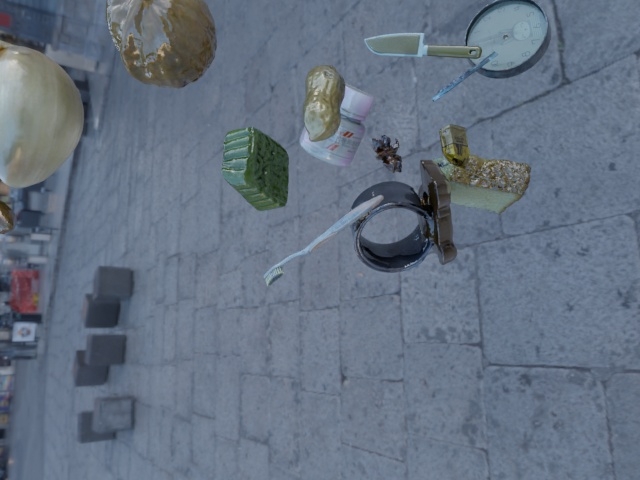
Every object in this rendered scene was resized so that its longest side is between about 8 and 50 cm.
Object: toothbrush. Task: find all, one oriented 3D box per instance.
[{"bbox_3d":[0.000,0.000,1.238,0.375,0.028,0.037,-37,55,23],"label":"toothbrush"}]

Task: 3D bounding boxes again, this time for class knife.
[{"bbox_3d":[0.260,-0.513,1.372,0.343,0.027,0.061,16,108,34],"label":"knife"}]

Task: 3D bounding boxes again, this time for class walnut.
[{"bbox_3d":[-0.285,-0.379,0.941,0.213,0.213,0.213,-12,76,57],"label":"walnut"}]

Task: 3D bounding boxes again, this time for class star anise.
[{"bbox_3d":[0.238,-0.306,1.853,0.057,0.168,0.167,-25,65,46],"label":"star anise"}]

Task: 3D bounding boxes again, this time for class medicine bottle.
[{"bbox_3d":[0.070,-0.484,2.138,0.241,0.241,0.301,48,121,49],"label":"medicine bottle"}]

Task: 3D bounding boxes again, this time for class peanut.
[{"bbox_3d":[0.005,-0.296,1.097,0.099,0.100,0.214,-36,35,51],"label":"peanut"}]

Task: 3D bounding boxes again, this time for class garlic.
[{"bbox_3d":[-0.630,-0.237,1.001,0.249,0.286,0.312,13,87,48],"label":"garlic"}]

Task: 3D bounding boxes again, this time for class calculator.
[{"bbox_3d":[0.330,-0.376,1.203,0.018,0.057,0.172,51,141,-8],"label":"calculator"}]

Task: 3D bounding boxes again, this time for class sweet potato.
[{"bbox_3d":[-0.569,-0.057,0.889,0.218,0.065,0.051,23,66,42],"label":"sweet potato"}]

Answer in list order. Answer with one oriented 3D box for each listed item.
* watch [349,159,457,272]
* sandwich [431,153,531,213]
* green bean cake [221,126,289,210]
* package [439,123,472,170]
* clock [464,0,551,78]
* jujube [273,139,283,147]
[{"bbox_3d":[0.259,-0.073,1.747,0.314,0.327,0.335,-101,0,-54],"label":"watch"},{"bbox_3d":[0.539,-0.211,1.847,0.262,0.326,0.131,76,-154,-78],"label":"sandwich"},{"bbox_3d":[-0.203,-0.230,1.661,0.125,0.248,0.222,-10,68,30],"label":"green bean cake"},{"bbox_3d":[0.369,-0.246,1.417,0.047,0.071,0.131,-20,75,49],"label":"package"},{"bbox_3d":[0.480,-0.528,1.353,0.215,0.042,0.214,-6,77,28],"label":"clock"},{"bbox_3d":[-0.234,-0.267,1.964,0.243,0.183,0.183,-32,59,42],"label":"jujube"}]
